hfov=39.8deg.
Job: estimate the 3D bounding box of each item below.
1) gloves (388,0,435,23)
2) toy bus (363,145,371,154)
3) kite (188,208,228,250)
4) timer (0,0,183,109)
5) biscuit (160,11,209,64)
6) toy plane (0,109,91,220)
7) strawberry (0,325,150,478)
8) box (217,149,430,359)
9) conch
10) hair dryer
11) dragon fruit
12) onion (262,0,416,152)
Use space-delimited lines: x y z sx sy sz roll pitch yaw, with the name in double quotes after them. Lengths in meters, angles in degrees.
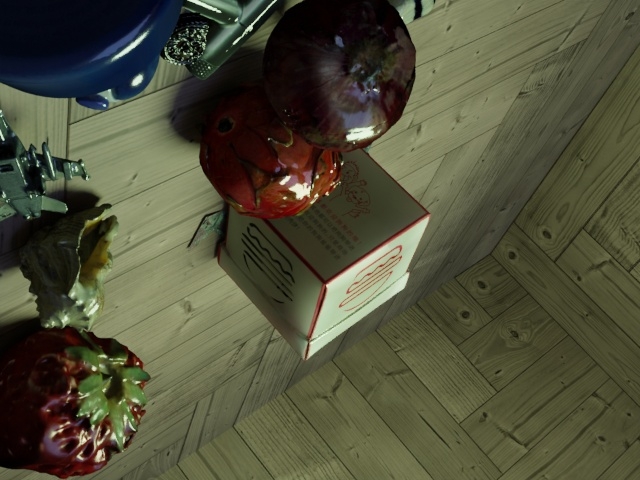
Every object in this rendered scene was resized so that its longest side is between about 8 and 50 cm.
0.126 -0.409 1.471 0.219 0.131 0.140 -59 -172 -14 "gloves"
0.088 -0.221 1.949 0.051 0.061 0.153 -22 152 -42 "toy bus"
-0.224 -0.023 1.849 0.137 0.005 0.152 -41 161 -8 "kite"
-0.259 -0.255 0.963 0.270 0.270 0.383 -40 176 -5 "timer"
-0.179 -0.269 1.179 0.089 0.027 0.087 -29 155 26 "biscuit"
-0.413 -0.109 1.160 0.192 0.088 0.262 -10 151 -6 "toy plane"
-0.524 0.312 1.668 0.345 0.295 0.317 -14 -169 23 "strawberry"
0.000 0.000 1.871 0.312 0.314 0.300 -33 157 -28 "box"
-0.392 0.032 1.422 0.178 0.163 0.245 -39 -161 47 "conch"
-0.104 -0.346 1.162 0.320 0.156 0.284 -38 173 16 "hair dryer"
-0.085 -0.147 1.503 0.241 0.241 0.252 -48 162 18 "dragon fruit"
0.026 -0.267 1.366 0.252 0.252 0.219 -40 -158 -6 "onion"
